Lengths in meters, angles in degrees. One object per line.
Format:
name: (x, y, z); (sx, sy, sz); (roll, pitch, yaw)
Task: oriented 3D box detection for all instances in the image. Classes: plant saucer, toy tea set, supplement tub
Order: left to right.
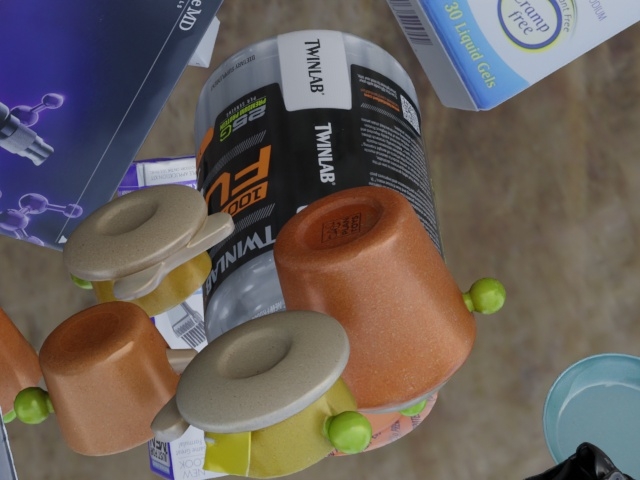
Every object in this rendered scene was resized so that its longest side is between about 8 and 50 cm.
toy tea set: (-0.070, 0.067, 0.982); (0.336, 0.200, 0.124); (3, 128, 39)
supplement tub: (0.000, 0.000, 1.455); (0.193, 0.316, 0.194); (-4, 137, -4)
plant saucer: (0.209, 0.136, 1.273); (0.119, 0.119, 0.021); (-8, 153, -16)

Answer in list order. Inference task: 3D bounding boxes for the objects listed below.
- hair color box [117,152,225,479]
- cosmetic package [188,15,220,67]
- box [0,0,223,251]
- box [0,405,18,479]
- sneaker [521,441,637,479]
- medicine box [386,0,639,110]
hair color box: (-0.101, 0.074, 1.957); (0.185, 0.339, 0.110); (-8, -174, -20)
cosmetic package: (-0.182, -0.250, 1.795); (0.098, 0.060, 0.239); (10, 162, 18)
box: (-0.174, -0.129, 1.051); (0.184, 0.103, 0.261); (14, 133, -22)
box: (-0.218, 0.063, 0.797); (0.093, 0.156, 0.158); (-19, -169, -40)
sneaker: (0.179, 0.158, 1.102); (0.170, 0.051, 0.089); (-23, 107, -19)
medicine box: (0.191, -0.305, 1.725); (0.289, 0.263, 0.149); (-31, -168, -6)
